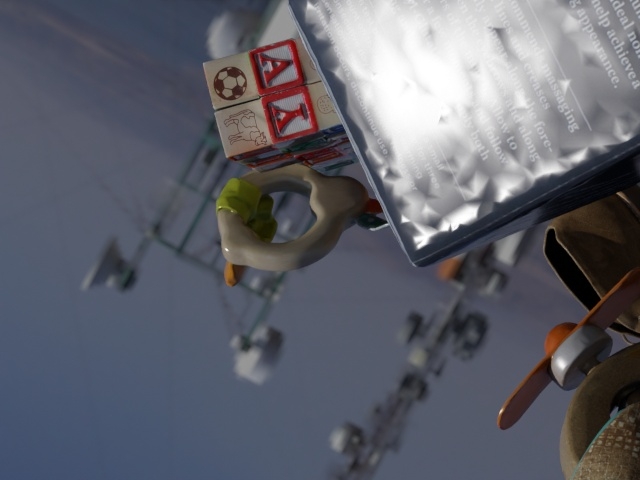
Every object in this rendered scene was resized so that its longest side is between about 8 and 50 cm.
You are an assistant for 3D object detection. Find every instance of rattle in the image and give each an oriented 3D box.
[{"bbox_3d":[0.000,0.000,1.664,0.199,0.143,0.130,-8,-144,-4],"label":"rattle"}]

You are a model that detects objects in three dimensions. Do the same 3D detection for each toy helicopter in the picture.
[{"bbox_3d":[0.303,0.099,1.428,0.235,0.355,0.140,18,139,17],"label":"toy helicopter"}]

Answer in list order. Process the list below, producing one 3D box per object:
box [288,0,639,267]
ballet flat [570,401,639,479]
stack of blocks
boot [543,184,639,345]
[{"bbox_3d":[0.233,-0.175,1.083,0.293,0.395,0.212,-19,-98,-49],"label":"box"},{"bbox_3d":[0.129,0.173,0.750,0.073,0.206,0.067,25,174,-23],"label":"ballet flat"},{"bbox_3d":[0.008,-0.128,1.571,0.171,0.087,0.297,-15,176,8],"label":"stack of blocks"},{"bbox_3d":[0.342,0.082,1.673,0.305,0.115,0.112,50,151,6],"label":"boot"}]
